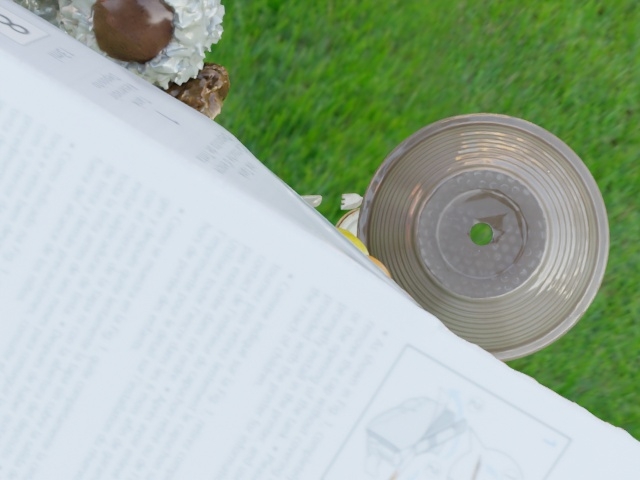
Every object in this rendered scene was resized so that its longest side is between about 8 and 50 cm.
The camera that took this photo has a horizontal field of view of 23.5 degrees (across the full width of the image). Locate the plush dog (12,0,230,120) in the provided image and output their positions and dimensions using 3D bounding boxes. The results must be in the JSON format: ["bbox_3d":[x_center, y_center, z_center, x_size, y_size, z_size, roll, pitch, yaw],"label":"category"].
[{"bbox_3d":[-0.161,-0.168,0.990,0.262,0.225,0.211,20,53,9],"label":"plush dog"}]

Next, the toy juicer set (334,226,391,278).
[{"bbox_3d":[0.014,0.098,1.342,0.089,0.329,0.209,-17,87,-9],"label":"toy juicer set"}]

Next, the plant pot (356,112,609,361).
[{"bbox_3d":[0.147,-0.003,1.411,0.237,0.110,0.237,0,88,7],"label":"plant pot"}]

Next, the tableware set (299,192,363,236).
[{"bbox_3d":[0.000,0.000,1.844,0.194,0.039,0.128,-3,112,-28],"label":"tableware set"}]

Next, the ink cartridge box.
[{"bbox_3d":[-0.078,0.113,0.638,0.385,0.091,0.308,31,105,-2],"label":"ink cartridge box"}]
